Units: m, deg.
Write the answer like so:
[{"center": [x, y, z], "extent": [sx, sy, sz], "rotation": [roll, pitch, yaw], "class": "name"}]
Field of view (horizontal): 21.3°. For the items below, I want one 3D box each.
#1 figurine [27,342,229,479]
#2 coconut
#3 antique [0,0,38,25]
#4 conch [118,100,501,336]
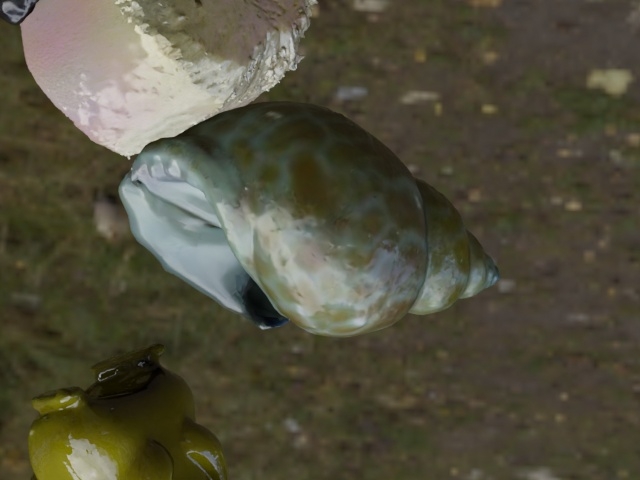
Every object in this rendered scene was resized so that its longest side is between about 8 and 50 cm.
[{"center": [-0.153, 0.266, 1.541], "extent": [0.169, 0.326, 0.218], "rotation": [-38, 172, 39], "class": "figurine"}, {"center": [-0.181, -0.248, 1.923], "extent": [0.297, 0.297, 0.309], "rotation": [20, 154, -32], "class": "coconut"}, {"center": [-0.307, -0.364, 1.423], "extent": [0.322, 0.255, 0.185], "rotation": [40, 173, -3], "class": "antique"}, {"center": [-0.008, -0.012, 0.826], "extent": [0.173, 0.106, 0.116], "rotation": [13, 129, 19], "class": "conch"}]
